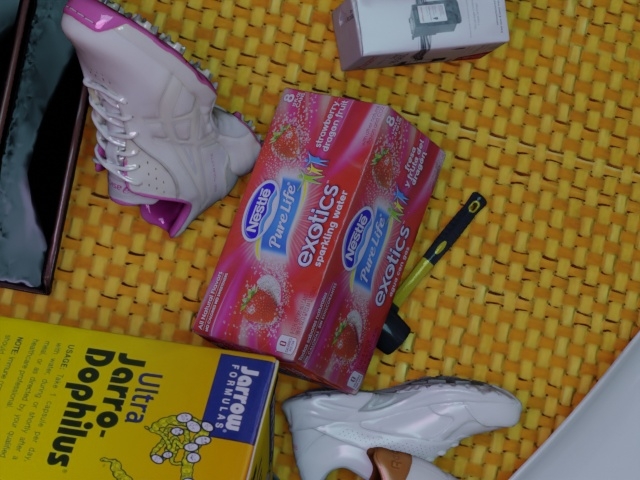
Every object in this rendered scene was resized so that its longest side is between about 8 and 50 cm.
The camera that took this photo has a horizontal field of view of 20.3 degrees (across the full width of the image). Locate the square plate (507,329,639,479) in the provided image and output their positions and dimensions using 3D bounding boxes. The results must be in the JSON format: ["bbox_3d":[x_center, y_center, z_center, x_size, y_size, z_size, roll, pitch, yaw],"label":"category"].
[{"bbox_3d":[0.361,0.288,1.774,0.344,0.049,0.347,44,78,-2],"label":"square plate"}]

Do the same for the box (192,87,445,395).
[{"bbox_3d":[0.000,0.000,1.682,0.128,0.122,0.257,14,78,36],"label":"box"}]

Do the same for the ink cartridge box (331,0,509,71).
[{"bbox_3d":[0.096,-0.209,1.754,0.150,0.109,0.063,-7,88,-11],"label":"ink cartridge box"}]

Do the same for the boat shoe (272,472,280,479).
[{"bbox_3d":[-0.091,0.199,1.693,0.073,0.080,0.223,-39,96,-18],"label":"boat shoe"}]

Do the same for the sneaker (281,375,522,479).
[{"bbox_3d":[0.081,0.192,1.725,0.232,0.090,0.115,-5,91,-2],"label":"sneaker"}]

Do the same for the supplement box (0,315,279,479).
[{"bbox_3d":[-0.227,0.204,1.529,0.356,0.194,0.195,8,43,6],"label":"supplement box"}]

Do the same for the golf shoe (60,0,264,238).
[{"bbox_3d":[-0.157,-0.105,1.617,0.115,0.306,0.140,33,81,35],"label":"golf shoe"}]

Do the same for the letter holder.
[{"bbox_3d":[-0.287,-0.119,1.622,0.152,0.214,0.302,11,81,-8],"label":"letter holder"}]

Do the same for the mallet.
[{"bbox_3d":[0.094,0.021,1.768,0.062,0.039,0.190,35,75,-8],"label":"mallet"}]

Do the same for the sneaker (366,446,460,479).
[{"bbox_3d":[0.011,0.320,1.663,0.123,0.106,0.290,31,90,-13],"label":"sneaker"}]
